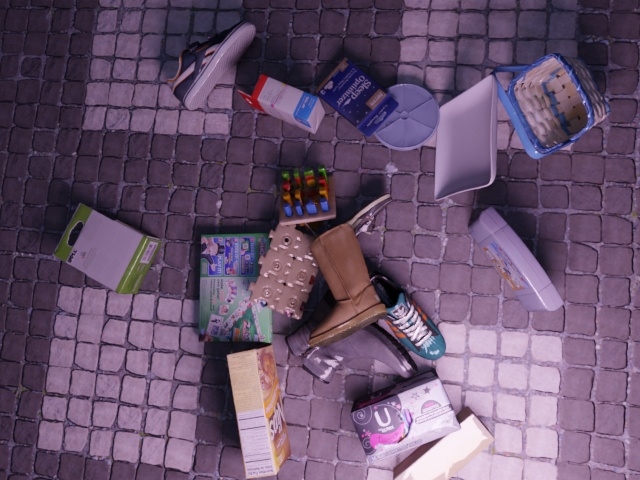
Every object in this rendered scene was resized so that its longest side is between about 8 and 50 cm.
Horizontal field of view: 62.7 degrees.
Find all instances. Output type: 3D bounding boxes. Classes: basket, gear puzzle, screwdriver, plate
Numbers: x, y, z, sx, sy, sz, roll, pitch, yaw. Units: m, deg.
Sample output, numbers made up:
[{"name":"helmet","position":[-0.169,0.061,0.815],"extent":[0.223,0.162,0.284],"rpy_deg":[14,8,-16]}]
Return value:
[{"name":"basket","position":[0.588,-0.347,1.362],"extent":[0.289,0.201,0.254],"rpy_deg":[-15,79,-32]},{"name":"gear puzzle","position":[-0.082,0.042,1.509],"extent":[0.176,0.044,0.338],"rpy_deg":[23,79,-14]},{"name":"screwdriver","position":[0.000,0.000,1.506],"extent":[0.170,0.025,0.024],"rpy_deg":[47,71,-6]},{"name":"plate","position":[0.389,-0.258,1.389],"extent":[0.045,0.277,0.277],"rpy_deg":[5,84,-15]}]

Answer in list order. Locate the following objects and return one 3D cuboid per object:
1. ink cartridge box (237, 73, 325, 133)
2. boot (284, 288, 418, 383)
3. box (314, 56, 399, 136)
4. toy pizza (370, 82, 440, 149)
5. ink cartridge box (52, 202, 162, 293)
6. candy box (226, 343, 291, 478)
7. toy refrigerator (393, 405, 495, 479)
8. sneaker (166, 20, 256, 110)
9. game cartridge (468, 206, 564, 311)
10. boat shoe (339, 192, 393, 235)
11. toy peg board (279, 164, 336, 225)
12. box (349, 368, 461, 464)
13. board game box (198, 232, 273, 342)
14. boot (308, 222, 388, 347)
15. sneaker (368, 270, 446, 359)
[{"name":"ink cartridge box","position":[-0.112,-0.405,1.535],"extent":[0.231,0.134,0.077],"rpy_deg":[25,89,10]},{"name":"boot","position":[0.082,0.314,1.448],"extent":[0.338,0.118,0.222],"rpy_deg":[39,93,22]},{"name":"box","position":[0.105,-0.418,1.531],"extent":[0.136,0.036,0.225],"rpy_deg":[-47,70,5]},{"name":"toy pizza","position":[0.245,-0.358,1.528],"extent":[0.202,0.032,0.201],"rpy_deg":[-1,85,9]},{"name":"ink cartridge box","position":[-0.644,0.023,1.591],"extent":[0.255,0.097,0.188],"rpy_deg":[26,89,12]},{"name":"candy box","position":[-0.164,0.450,1.424],"extent":[0.088,0.183,0.316],"rpy_deg":[-13,82,8]},{"name":"toy refrigerator","position":[0.322,0.566,1.378],"extent":[0.270,0.102,0.094],"rpy_deg":[-41,80,2]},{"name":"sneaker","position":[-0.340,-0.558,1.592],"extent":[0.127,0.126,0.321],"rpy_deg":[42,93,5]},{"name":"game cartridge","position":[0.497,0.055,1.359],"extent":[0.062,0.198,0.297],"rpy_deg":[-35,79,4]},{"name":"boat shoe","position":[0.121,-0.046,1.493],"extent":[0.224,0.080,0.073],"rpy_deg":[-37,85,8]},{"name":"toy peg board","position":[-0.043,-0.136,1.487],"extent":[0.161,0.079,0.160],"rpy_deg":[-8,50,8]},{"name":"box","position":[0.218,0.452,1.374],"extent":[0.248,0.163,0.142],"rpy_deg":[-24,82,5]},{"name":"board game box","position":[-0.246,0.138,1.541],"extent":[0.214,0.046,0.316],"rpy_deg":[-1,83,8]},{"name":"boot","position":[0.032,0.122,1.403],"extent":[0.236,0.089,0.269],"rpy_deg":[-28,65,7]},{"name":"sneaker","position":[0.222,0.207,1.423],"extent":[0.108,0.121,0.302],"rpy_deg":[-44,79,2]}]
